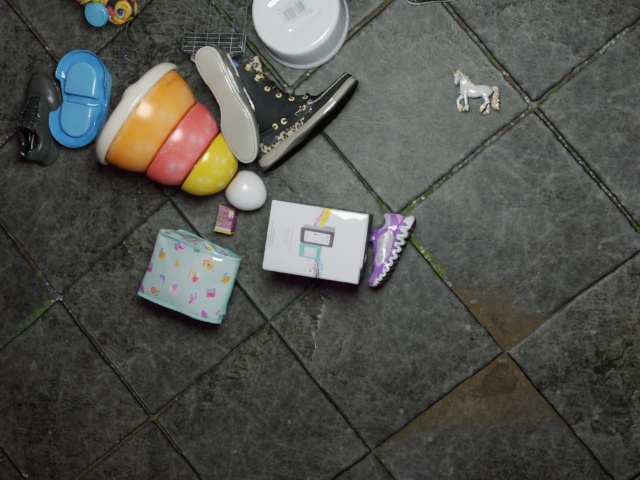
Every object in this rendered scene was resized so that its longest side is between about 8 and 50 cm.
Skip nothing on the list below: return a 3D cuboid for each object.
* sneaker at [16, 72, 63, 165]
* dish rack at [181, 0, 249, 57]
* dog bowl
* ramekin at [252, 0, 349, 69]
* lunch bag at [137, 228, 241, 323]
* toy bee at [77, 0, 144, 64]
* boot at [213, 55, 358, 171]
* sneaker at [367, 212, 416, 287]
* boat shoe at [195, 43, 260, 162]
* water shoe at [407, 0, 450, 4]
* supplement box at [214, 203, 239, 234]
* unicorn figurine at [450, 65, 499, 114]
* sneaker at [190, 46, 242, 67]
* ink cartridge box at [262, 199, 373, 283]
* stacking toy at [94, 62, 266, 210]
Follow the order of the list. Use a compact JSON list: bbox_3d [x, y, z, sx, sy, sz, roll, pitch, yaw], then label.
[{"bbox_3d":[-0.877,-0.381,1.887,0.109,0.130,0.286,0,92,11],"label":"sneaker"},{"bbox_3d":[-0.297,-0.654,1.780,0.209,0.074,0.271,4,83,10],"label":"dish rack"},{"bbox_3d":[-0.738,-0.435,1.889,0.166,0.074,0.297,12,96,9],"label":"dog bowl"},{"bbox_3d":[-0.061,-0.642,1.734,0.278,0.135,0.277,0,93,9],"label":"ramekin"},{"bbox_3d":[-0.377,0.107,1.822,0.262,0.160,0.223,21,96,13],"label":"lunch bag"},{"bbox_3d":[-0.611,-0.706,1.808,0.298,0.195,0.162,35,124,-29],"label":"toy bee"},{"bbox_3d":[-0.107,-0.416,1.754,0.377,0.138,0.284,-41,87,19],"label":"boot"},{"bbox_3d":[0.185,0.020,1.762,0.105,0.095,0.236,26,92,14],"label":"sneaker"},{"bbox_3d":[-0.237,-0.385,1.693,0.112,0.095,0.335,-15,104,29],"label":"boat shoe"},{"bbox_3d":[0.337,-0.706,1.692,0.203,0.080,0.072,-14,92,10],"label":"water shoe"},{"bbox_3d":[-0.286,-0.065,1.852,0.055,0.043,0.083,14,96,8],"label":"supplement box"},{"bbox_3d":[0.426,-0.417,1.713,0.162,0.060,0.111,7,94,-7],"label":"unicorn figurine"},{"bbox_3d":[-0.308,-0.550,1.817,0.152,0.058,0.084,20,102,3],"label":"sneaker"},{"bbox_3d":[0.000,0.000,1.732,0.270,0.198,0.197,9,94,8],"label":"ink cartridge box"},{"bbox_3d":[-0.363,-0.241,1.756,0.480,0.350,0.350,37,99,-10],"label":"stacking toy"}]
